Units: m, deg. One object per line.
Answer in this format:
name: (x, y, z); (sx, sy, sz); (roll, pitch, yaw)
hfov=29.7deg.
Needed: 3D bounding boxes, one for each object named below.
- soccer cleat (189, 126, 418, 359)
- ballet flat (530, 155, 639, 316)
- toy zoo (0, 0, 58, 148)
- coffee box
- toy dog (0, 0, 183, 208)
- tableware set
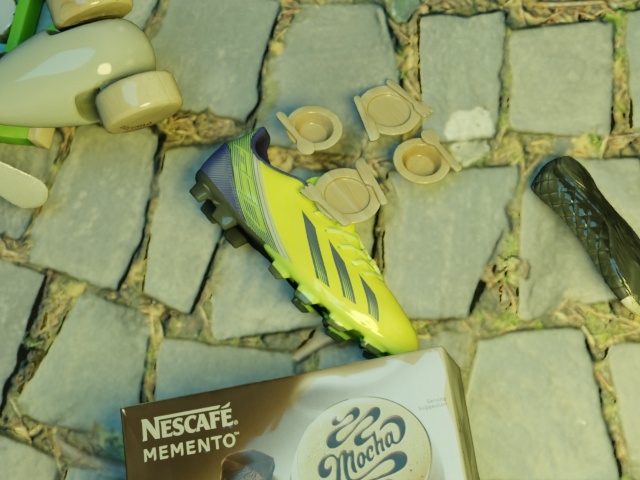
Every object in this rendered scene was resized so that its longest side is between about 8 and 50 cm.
soccer cleat: (-0.001, -0.001, 1.145); (0.121, 0.093, 0.289); (-43, 68, -9)
ballet flat: (0.256, -0.002, 1.110); (0.049, 0.057, 0.173); (-49, 60, 40)
toy zoo: (-0.416, -0.208, 1.349); (0.293, 0.030, 0.192); (6, 75, 16)
coffee box: (-0.014, 0.209, 1.066); (0.297, 0.119, 0.168); (-11, 72, 11)
toy dog: (-0.293, -0.146, 1.228); (0.333, 0.161, 0.220); (-2, 84, 9)
tableware set: (0.046, -0.089, 1.164); (0.168, 0.020, 0.141); (-22, 60, -19)
